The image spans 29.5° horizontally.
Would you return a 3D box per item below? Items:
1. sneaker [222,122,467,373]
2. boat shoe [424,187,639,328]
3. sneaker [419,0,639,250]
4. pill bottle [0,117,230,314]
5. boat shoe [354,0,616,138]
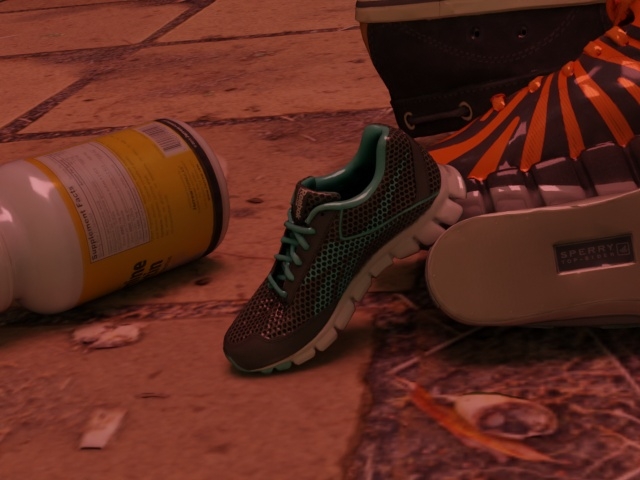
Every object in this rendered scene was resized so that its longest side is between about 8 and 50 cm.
[{"bbox_3d":[0.000,0.000,0.673,0.166,0.076,0.065,-45,36,-3],"label":"sneaker"},{"bbox_3d":[0.171,0.008,0.663,0.227,0.079,0.081,-4,-3,8],"label":"boat shoe"},{"bbox_3d":[0.169,-0.096,0.745,0.321,0.180,0.124,-10,-12,15],"label":"sneaker"},{"bbox_3d":[-0.158,-0.012,0.799,0.184,0.103,0.103,-22,25,-37],"label":"pill bottle"},{"bbox_3d":[0.247,-0.141,0.895,0.500,0.156,0.187,4,19,37],"label":"boat shoe"}]
